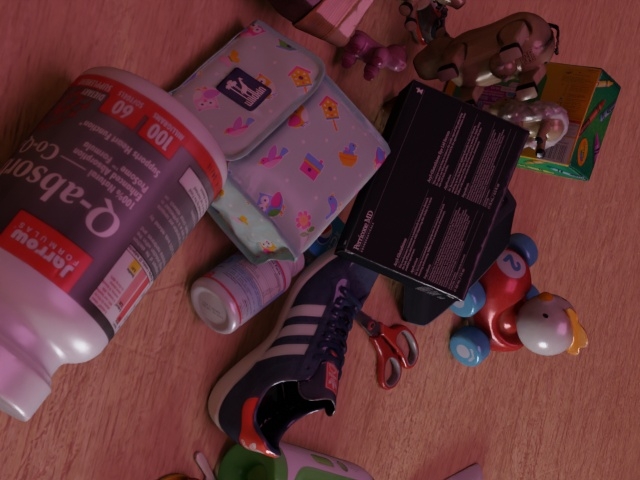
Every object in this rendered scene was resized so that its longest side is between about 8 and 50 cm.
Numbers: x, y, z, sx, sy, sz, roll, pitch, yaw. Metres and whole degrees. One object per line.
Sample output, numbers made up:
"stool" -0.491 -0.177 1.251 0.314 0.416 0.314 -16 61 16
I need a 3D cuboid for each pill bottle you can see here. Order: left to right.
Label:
"pill bottle" -0.281 0.003 1.234 0.363 0.210 0.210 -56 138 -21
"pill bottle" -0.098 0.055 1.566 0.160 0.087 0.087 -37 128 -37

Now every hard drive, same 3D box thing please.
"hard drive" 0.241 0.031 1.923 0.255 0.054 0.172 -42 155 -22

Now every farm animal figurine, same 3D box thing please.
"farm animal figurine" 0.202 -0.288 1.676 0.172 0.327 0.330 -68 153 -46

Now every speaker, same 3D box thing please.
"speaker" -0.027 0.387 1.734 0.296 0.131 0.131 30 79 -50

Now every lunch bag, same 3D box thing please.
"lunch bag" -0.073 -0.134 1.475 0.223 0.160 0.262 -47 110 -24

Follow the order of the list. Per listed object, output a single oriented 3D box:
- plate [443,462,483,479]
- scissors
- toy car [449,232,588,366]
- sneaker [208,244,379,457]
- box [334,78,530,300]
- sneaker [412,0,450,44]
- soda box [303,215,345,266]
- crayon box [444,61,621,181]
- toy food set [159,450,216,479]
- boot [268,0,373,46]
"plate" 0.235 0.602 2.181 0.278 0.045 0.277 -11 111 -47
"scissors" 0.094 0.141 1.880 0.109 0.021 0.297 -51 135 -23
"toy car" 0.388 0.126 2.047 0.219 0.238 0.210 -34 127 -39
"sneaker" -0.002 0.162 1.613 0.350 0.148 0.131 -53 135 -4
"box" 0.155 -0.068 1.583 0.184 0.103 0.261 24 83 -9
"sneaker" 0.174 -0.380 1.760 0.061 0.065 0.158 -46 133 -31
"soda box" 0.000 0.000 1.679 0.210 0.067 0.071 45 68 -48
"crayon box" 0.328 -0.207 1.832 0.081 0.278 0.165 26 83 -49
"toy food set" -0.200 0.403 1.574 0.218 0.071 0.128 -38 129 -37
"boot" 0.004 -0.403 1.482 0.207 0.090 0.248 35 74 -18
